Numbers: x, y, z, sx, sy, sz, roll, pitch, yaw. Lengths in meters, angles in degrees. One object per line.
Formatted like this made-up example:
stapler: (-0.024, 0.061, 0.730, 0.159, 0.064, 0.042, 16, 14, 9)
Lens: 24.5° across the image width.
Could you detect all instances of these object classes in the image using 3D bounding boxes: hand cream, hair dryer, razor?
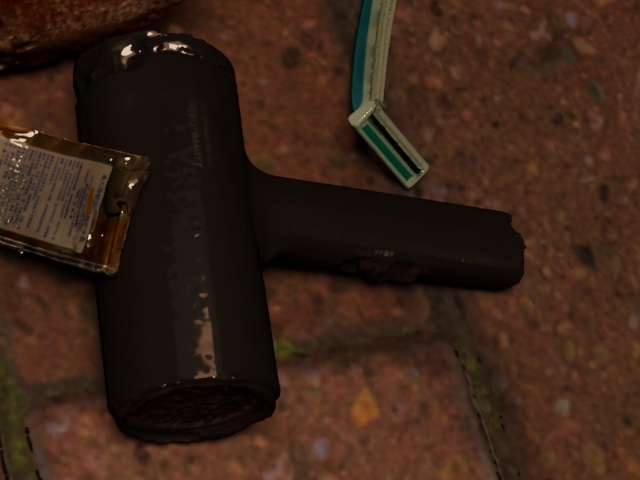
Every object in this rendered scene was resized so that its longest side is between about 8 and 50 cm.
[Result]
hand cream: (-0.161, -0.031, 0.727, 0.163, 0.039, 0.062, 17, 80, 16)
hair dryer: (0.000, 0.000, 0.775, 0.251, 0.089, 0.197, 3, 62, -24)
razor: (0.039, -0.125, 0.874, 0.068, 0.037, 0.191, 46, 40, -46)

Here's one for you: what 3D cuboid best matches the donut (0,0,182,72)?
donut: (-0.211, -0.152, 0.754, 0.295, 0.151, 0.112, 5, 48, -30)
